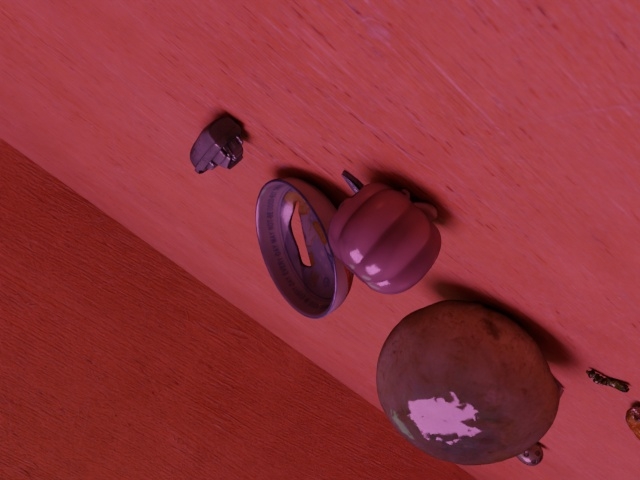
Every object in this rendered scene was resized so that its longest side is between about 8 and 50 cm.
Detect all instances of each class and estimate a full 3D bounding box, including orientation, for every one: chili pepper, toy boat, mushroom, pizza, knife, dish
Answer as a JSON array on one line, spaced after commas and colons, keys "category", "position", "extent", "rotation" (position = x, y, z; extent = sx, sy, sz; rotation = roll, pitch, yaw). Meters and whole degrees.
[{"category": "chili pepper", "position": [0.530, 0.260, 1.520], "extent": [0.083, 0.022, 0.027], "rotation": [20, -165, 39]}, {"category": "toy boat", "position": [-0.196, -0.164, 1.542], "extent": [0.085, 0.078, 0.260], "rotation": [49, 162, -6]}, {"category": "mushroom", "position": [0.284, 0.271, 1.590], "extent": [0.352, 0.260, 0.352], "rotation": [11, 126, 16]}, {"category": "pizza", "position": [0.641, 0.364, 1.593], "extent": [0.099, 0.036, 0.160], "rotation": [22, 163, 37]}, {"category": "knife", "position": [0.090, -0.054, 1.422], "extent": [0.028, 0.015, 0.210], "rotation": [28, 166, 41]}, {"category": "dish", "position": [0.000, 0.000, 1.560], "extent": [0.273, 0.134, 0.273], "rotation": [35, 134, 45]}]

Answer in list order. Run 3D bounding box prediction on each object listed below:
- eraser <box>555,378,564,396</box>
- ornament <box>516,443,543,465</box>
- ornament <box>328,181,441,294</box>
[{"category": "eraser", "position": [0.468, 0.293, 1.745], "extent": [0.052, 0.029, 0.122], "rotation": [15, 158, 51]}, {"category": "ornament", "position": [0.601, 0.622, 2.493], "extent": [0.156, 0.081, 0.075], "rotation": [25, -162, 38]}, {"category": "ornament", "position": [0.105, -0.009, 1.284], "extent": [0.177, 0.177, 0.177], "rotation": [31, 166, 9]}]
